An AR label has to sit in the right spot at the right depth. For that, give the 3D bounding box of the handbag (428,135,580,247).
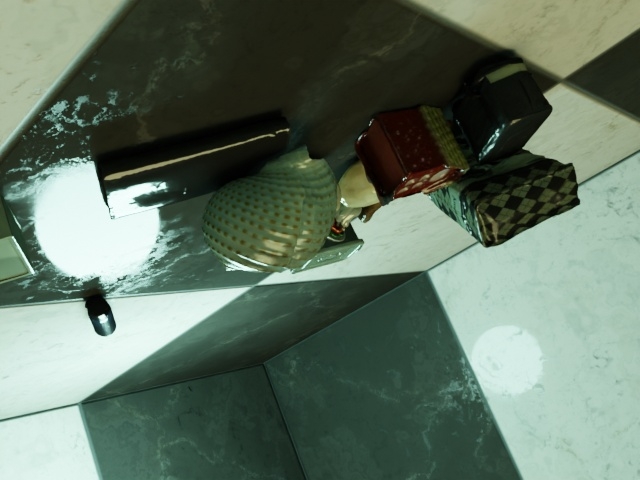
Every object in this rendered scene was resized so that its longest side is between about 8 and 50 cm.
[{"bbox_3d":[0.468,-0.178,1.904,0.316,0.416,0.180,-26,120,-6],"label":"handbag"}]

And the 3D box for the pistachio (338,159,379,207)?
[{"bbox_3d":[0.135,-0.173,1.923,0.200,0.117,0.145,-22,127,23],"label":"pistachio"}]

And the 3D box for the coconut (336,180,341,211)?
[{"bbox_3d":[-0.029,-0.117,1.777,0.161,0.161,0.162,-25,172,8],"label":"coconut"}]

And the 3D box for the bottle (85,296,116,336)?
[{"bbox_3d":[-0.688,0.237,2.190,0.072,0.082,0.244,-65,-178,-24],"label":"bottle"}]

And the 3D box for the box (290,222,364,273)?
[{"bbox_3d":[0.000,0.000,2.239,0.243,0.135,0.163,-15,163,-28],"label":"box"}]

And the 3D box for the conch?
[{"bbox_3d":[-0.095,-0.039,1.582,0.319,0.215,0.303,-37,142,28],"label":"conch"}]

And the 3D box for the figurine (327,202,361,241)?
[{"bbox_3d":[0.064,-0.090,2.102,0.154,0.132,0.132,-46,154,28],"label":"figurine"}]

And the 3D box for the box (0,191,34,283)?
[{"bbox_3d":[-0.707,0.012,1.367,0.225,0.118,0.225,-18,164,-18],"label":"box"}]

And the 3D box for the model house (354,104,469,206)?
[{"bbox_3d":[0.247,-0.223,1.756,0.253,0.196,0.160,-17,161,-21],"label":"model house"}]

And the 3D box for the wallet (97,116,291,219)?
[{"bbox_3d":[-0.269,-0.158,1.514,0.405,0.062,0.228,-18,163,-18],"label":"wallet"}]

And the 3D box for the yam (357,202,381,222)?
[{"bbox_3d":[0.178,-0.125,2.216,0.056,0.057,0.241,-14,160,-27],"label":"yam"}]

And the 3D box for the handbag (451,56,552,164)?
[{"bbox_3d":[0.443,-0.323,1.716,0.181,0.181,0.254,-20,164,-12],"label":"handbag"}]
